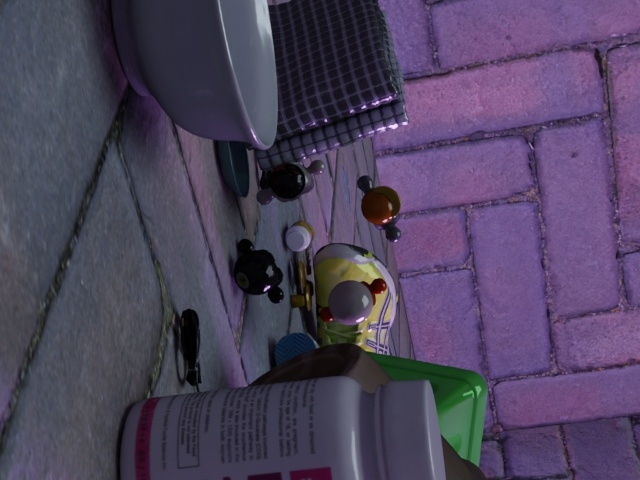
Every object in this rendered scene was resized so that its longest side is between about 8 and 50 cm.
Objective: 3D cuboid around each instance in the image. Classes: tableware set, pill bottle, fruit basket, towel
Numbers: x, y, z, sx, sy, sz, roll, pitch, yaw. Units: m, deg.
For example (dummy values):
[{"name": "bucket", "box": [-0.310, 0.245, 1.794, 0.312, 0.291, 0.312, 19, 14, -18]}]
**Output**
[{"name": "tableware set", "box": [-0.033, 0.074, 2.268, 0.154, 0.024, 0.104, -73, 157, -73]}, {"name": "pill bottle", "box": [-0.030, 0.212, 1.255, 0.160, 0.283, 0.160, -8, 90, -81]}, {"name": "fruit basket", "box": [0.125, 0.363, 2.174, 0.392, 0.283, 0.392, 9, 90, -68]}, {"name": "towel", "box": [-0.011, -0.251, 1.922, 0.121, 0.235, 0.283, 59, 15, -45]}, {"name": "pill bottle", "box": [-0.036, -0.006, 2.234, 0.083, 0.043, 0.043, -55, 137, -78]}]

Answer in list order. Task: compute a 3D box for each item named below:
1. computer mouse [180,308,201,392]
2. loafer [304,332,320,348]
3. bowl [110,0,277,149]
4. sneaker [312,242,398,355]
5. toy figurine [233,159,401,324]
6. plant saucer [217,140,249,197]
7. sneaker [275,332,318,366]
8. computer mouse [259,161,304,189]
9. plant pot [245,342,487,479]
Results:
[{"name": "computer mouse", "box": [-0.138, 0.181, 1.425, 0.071, 0.041, 0.242, 100, -17, -54]}, {"name": "loafer", "box": [-0.021, 0.180, 2.214, 0.045, 0.039, 0.125, 50, -3, 15]}, {"name": "bowl", "box": [-0.140, -0.233, 1.441, 0.298, 0.134, 0.298, -8, 90, -82]}, {"name": "sneaker", "box": [0.061, 0.177, 2.345, 0.147, 0.145, 0.384, -70, 154, -52]}, {"name": "toy figurine", "box": [0.000, 0.000, 1.831, 0.148, 0.213, 0.209, -3, 112, -84]}, {"name": "plant saucer", "box": [-0.121, -0.116, 1.838, 0.119, 0.021, 0.119, -8, 90, -81]}, {"name": "sneaker", "box": [-0.017, 0.253, 1.987, 0.092, 0.087, 0.228, 54, 31, -80]}, {"name": "computer mouse", "box": [-0.068, -0.121, 2.145, 0.193, 0.042, 0.106, 24, 54, -74]}, {"name": "plant pot", "box": [0.030, 0.290, 1.658, 0.280, 0.323, 0.323, 64, 13, -13]}]
